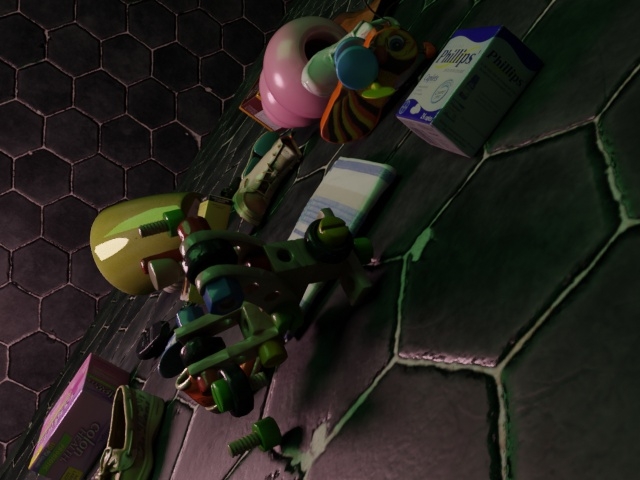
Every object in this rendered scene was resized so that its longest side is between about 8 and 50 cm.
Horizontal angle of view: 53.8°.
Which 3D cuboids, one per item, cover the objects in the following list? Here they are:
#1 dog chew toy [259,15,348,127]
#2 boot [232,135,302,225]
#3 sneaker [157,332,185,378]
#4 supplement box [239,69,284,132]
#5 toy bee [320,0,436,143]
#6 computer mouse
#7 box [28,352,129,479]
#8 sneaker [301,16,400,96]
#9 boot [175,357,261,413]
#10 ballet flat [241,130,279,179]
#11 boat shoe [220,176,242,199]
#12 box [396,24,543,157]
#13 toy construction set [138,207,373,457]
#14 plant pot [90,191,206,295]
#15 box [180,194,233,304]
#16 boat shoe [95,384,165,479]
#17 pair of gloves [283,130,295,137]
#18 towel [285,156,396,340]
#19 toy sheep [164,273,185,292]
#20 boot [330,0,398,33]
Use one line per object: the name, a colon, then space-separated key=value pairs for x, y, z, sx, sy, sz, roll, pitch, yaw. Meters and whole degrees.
dog chew toy: x=-0.042 y=-0.347 z=1.390 sx=0.207 sy=0.206 sz=0.332 roll=-62 pitch=12 yaw=-17
boot: x=-0.113 y=-0.137 z=1.393 sx=0.165 sy=0.077 sz=0.213 roll=-45 pitch=21 yaw=22
sneaker: x=-0.281 y=0.219 z=1.251 sx=0.059 sy=0.053 sz=0.144 roll=-39 pitch=17 yaw=40
supplement box: x=-0.102 y=-0.421 z=1.745 sx=0.191 sy=0.129 sz=0.194 roll=-60 pitch=20 yaw=-11
toy bee: x=0.103 y=-0.293 z=1.052 sx=0.298 sy=0.162 sz=0.195 roll=107 pitch=171 yaw=-49
computer mouse: x=-0.346 y=0.195 z=1.482 sx=0.242 sy=0.041 sz=0.071 roll=-44 pitch=30 yaw=14
box: x=-0.567 y=0.422 z=1.508 sx=0.214 sy=0.117 sz=0.243 roll=-56 pitch=19 yaw=0
sneaker: x=0.058 y=-0.358 z=1.182 sx=0.232 sy=0.090 sz=0.115 roll=-40 pitch=-5 yaw=-24
boot: x=-0.148 y=0.196 z=0.912 sx=0.158 sy=0.084 sz=0.059 roll=-39 pitch=23 yaw=37
ballet flat: x=-0.167 y=-0.221 z=1.692 sx=0.168 sy=0.057 sz=0.052 roll=-60 pitch=9 yaw=-13
boat shoe: x=-0.263 y=-0.135 z=1.805 sx=0.049 sy=0.042 sz=0.133 roll=-29 pitch=31 yaw=57
box: x=0.175 y=-0.182 z=0.765 sx=0.137 sy=0.072 sz=0.126 roll=-53 pitch=20 yaw=5
toy construction set: x=-0.074 y=0.049 z=0.802 sx=0.309 sy=0.237 sz=0.258 roll=39 pitch=139 yaw=49
plant pot: x=-0.430 y=-0.021 z=1.740 sx=0.293 sy=0.275 sz=0.275 roll=-23 pitch=35 yaw=33
box: x=-0.248 y=0.021 z=1.369 sx=0.087 sy=0.058 sz=0.232 roll=-9 pitch=69 yaw=66
boat shoe: x=-0.345 y=0.370 z=1.094 sx=0.104 sy=0.089 sz=0.285 roll=-49 pitch=20 yaw=17
pair of gloves: x=-0.098 y=-0.250 z=1.637 sx=0.083 sy=0.010 sz=0.074 roll=-60 pitch=19 yaw=-15
towel: x=0.000 y=0.000 z=0.954 sx=0.285 sy=0.034 sz=0.209 roll=-59 pitch=21 yaw=-2
toy sheep: x=-0.377 y=0.094 z=1.644 sx=0.091 sy=0.091 sz=0.132 roll=-76 pitch=13 yaw=-45
boot: x=0.063 y=-0.475 z=1.553 sx=0.264 sy=0.096 sz=0.280 roll=-53 pitch=25 yaw=-16
